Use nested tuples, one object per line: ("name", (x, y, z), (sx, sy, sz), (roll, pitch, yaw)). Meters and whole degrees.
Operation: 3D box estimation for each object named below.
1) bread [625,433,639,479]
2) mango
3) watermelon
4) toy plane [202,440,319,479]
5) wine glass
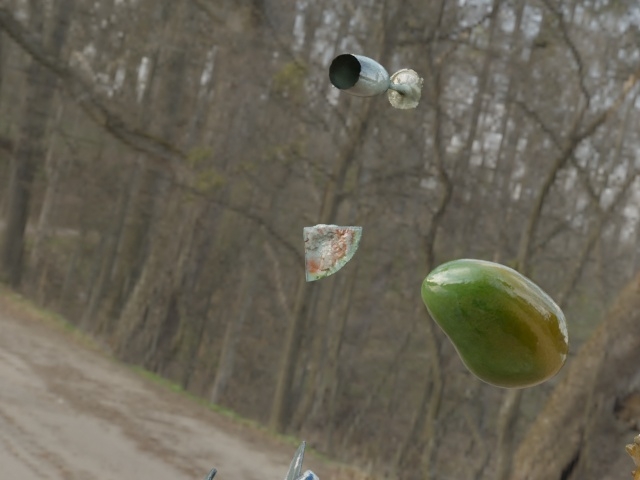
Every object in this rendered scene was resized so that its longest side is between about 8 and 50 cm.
("bread", (0.381, 0.180, 0.723), (0.370, 0.192, 0.314), (-26, -31, 15))
("mango", (0.249, 0.111, 1.658), (0.251, 0.156, 0.114), (46, 25, -21))
("watermelon", (0.000, 0.000, 1.271), (0.085, 0.085, 0.061), (7, -31, 49))
("toy plane", (-0.074, 0.191, 0.585), (0.058, 0.226, 0.226), (51, 2, -15))
("wine glass", (0.079, -0.230, 1.681), (0.066, 0.066, 0.198), (10, 3, 29))
